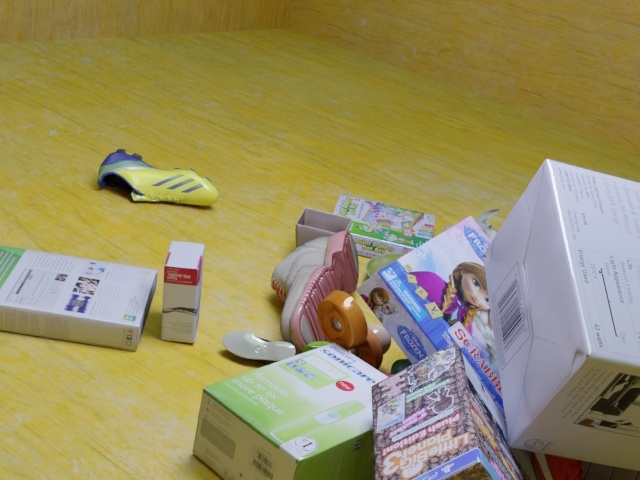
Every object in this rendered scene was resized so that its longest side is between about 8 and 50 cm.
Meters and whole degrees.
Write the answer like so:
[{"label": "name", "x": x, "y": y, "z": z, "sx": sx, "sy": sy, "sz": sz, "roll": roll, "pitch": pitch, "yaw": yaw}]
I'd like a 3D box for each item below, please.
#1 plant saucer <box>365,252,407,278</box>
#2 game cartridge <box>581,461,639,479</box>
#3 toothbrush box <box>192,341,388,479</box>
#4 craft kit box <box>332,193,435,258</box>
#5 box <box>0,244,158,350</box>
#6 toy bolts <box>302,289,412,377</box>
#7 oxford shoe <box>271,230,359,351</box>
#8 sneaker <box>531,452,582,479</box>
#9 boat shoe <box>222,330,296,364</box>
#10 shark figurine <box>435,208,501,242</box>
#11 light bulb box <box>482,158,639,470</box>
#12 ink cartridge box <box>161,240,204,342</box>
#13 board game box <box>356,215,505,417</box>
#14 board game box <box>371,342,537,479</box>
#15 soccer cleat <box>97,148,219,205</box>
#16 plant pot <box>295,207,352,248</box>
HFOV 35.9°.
[{"label": "plant saucer", "x": 0.211, "y": 0.095, "z": 2.114, "sx": 0.241, "sy": 0.037, "sz": 0.241, "roll": 10, "pitch": 22, "yaw": -4}, {"label": "game cartridge", "x": 0.482, "y": 0.310, "z": 1.710, "sx": 0.230, "sy": 0.068, "sz": 0.355, "roll": 10, "pitch": 22, "yaw": 8}, {"label": "toothbrush box", "x": -0.013, "y": 0.278, "z": 1.467, "sx": 0.283, "sy": 0.122, "sz": 0.206, "roll": -11, "pitch": 31, "yaw": -45}, {"label": "craft kit box", "x": 0.145, "y": -0.023, "z": 2.345, "sx": 0.247, "sy": 0.061, "sz": 0.250, "roll": 10, "pitch": 22, "yaw": 5}, {"label": "box", "x": -0.467, "y": 0.097, "z": 1.766, "sx": 0.322, "sy": 0.058, "sz": 0.232, "roll": 11, "pitch": 22, "yaw": -5}, {"label": "toy bolts", "x": 0.107, "y": 0.180, "z": 1.653, "sx": 0.158, "sy": 0.218, "sz": 0.228, "roll": -25, "pitch": 47, "yaw": -35}, {"label": "oxford shoe", "x": -0.028, "y": 0.107, "z": 1.903, "sx": 0.147, "sy": 0.140, "sz": 0.397, "roll": -9, "pitch": 18, "yaw": 17}, {"label": "sneaker", "x": 0.376, "y": 0.303, "z": 1.442, "sx": 0.128, "sy": 0.221, "sz": 0.087, "roll": -24, "pitch": 7, "yaw": 13}, {"label": "boat shoe", "x": -0.108, "y": 0.192, "z": 1.729, "sx": 0.133, "sy": 0.042, "sz": 0.049, "roll": 11, "pitch": 64, "yaw": 6}, {"label": "shark figurine", "x": 0.387, "y": 0.021, "z": 2.305, "sx": 0.166, "sy": 0.116, "sz": 0.278, "roll": -26, "pitch": 19, "yaw": -1}, {"label": "light bulb box", "x": 0.452, "y": 0.116, "z": 1.382, "sx": 0.361, "sy": 0.225, "sz": 0.358, "roll": 13, "pitch": 46, "yaw": -12}, {"label": "ink cartridge box", "x": -0.246, "y": 0.092, "z": 1.758, "sx": 0.063, "sy": 0.150, "sz": 0.109, "roll": 5, "pitch": 23, "yaw": -4}, {"label": "board game box", "x": 0.258, "y": 0.140, "z": 1.665, "sx": 0.318, "sy": 0.066, "sz": 0.318, "roll": 53, "pitch": 40, "yaw": 8}, {"label": "board game box", "x": 0.186, "y": 0.316, "z": 1.289, "sx": 0.141, "sy": 0.232, "sz": 0.291, "roll": -30, "pitch": 18, "yaw": 13}, {"label": "soccer cleat", "x": -0.383, "y": -0.122, "z": 2.318, "sx": 0.289, "sy": 0.093, "sz": 0.121, "roll": 18, "pitch": 53, "yaw": 4}, {"label": "plant pot", "x": 0.000, "y": 0.000, "z": 2.161, "sx": 0.109, "sy": 0.096, "sz": 0.109, "roll": 14, "pitch": 23, "yaw": 6}]
